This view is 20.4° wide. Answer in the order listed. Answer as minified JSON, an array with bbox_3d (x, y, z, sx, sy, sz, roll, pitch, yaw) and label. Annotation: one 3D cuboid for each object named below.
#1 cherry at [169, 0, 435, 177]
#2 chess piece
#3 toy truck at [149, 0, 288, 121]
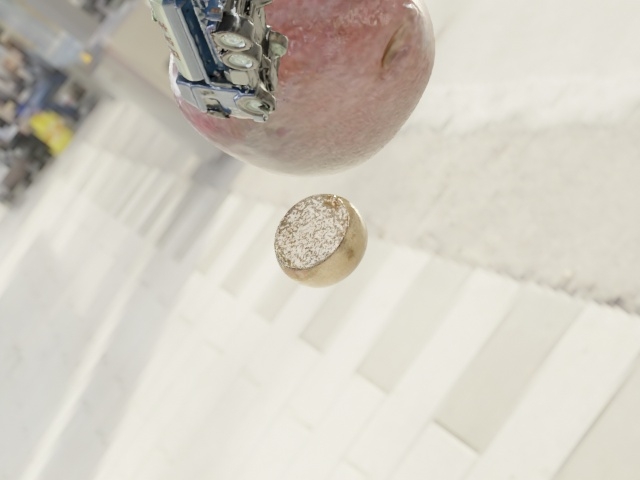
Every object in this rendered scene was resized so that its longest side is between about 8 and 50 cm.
[{"bbox_3d":[-0.014,-0.187,1.821,0.307,0.261,0.221,-28,54,41],"label":"cherry"},{"bbox_3d":[0.000,0.000,1.520,0.084,0.038,0.083,-20,51,26],"label":"chess piece"},{"bbox_3d":[-0.081,-0.161,1.365,0.201,0.088,0.074,72,-155,-65],"label":"toy truck"}]
